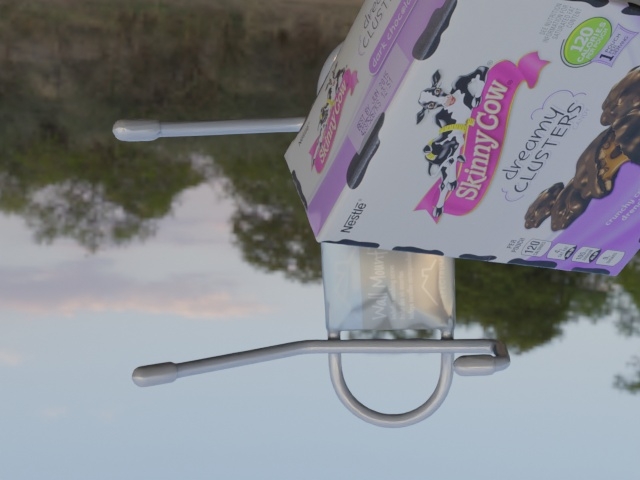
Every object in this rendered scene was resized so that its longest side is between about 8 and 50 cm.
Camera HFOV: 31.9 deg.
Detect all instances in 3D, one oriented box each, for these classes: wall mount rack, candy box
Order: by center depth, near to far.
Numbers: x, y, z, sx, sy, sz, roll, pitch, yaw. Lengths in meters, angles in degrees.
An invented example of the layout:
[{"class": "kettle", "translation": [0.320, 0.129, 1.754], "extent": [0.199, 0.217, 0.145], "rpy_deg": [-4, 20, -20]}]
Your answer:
[{"class": "candy box", "translation": [0.105, -0.068, 0.566], "extent": [0.196, 0.165, 0.070], "rpy_deg": [6, -137, -27]}, {"class": "wall mount rack", "translation": [0.000, 0.000, 0.930], "extent": [0.304, 0.350, 0.130], "rpy_deg": [-2, -174, 9]}]
